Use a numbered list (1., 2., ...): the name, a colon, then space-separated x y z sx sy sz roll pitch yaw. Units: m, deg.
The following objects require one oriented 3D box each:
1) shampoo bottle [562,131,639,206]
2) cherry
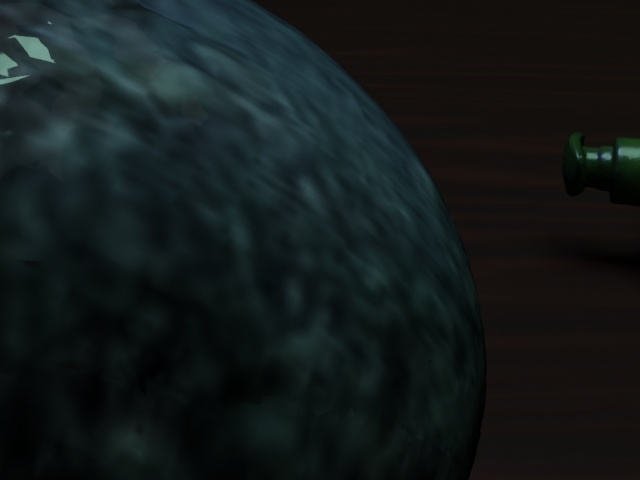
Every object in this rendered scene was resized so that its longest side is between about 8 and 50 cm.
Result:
1. shampoo bottle: 0.227 -0.023 0.838 0.234 0.087 0.118 5 19 4
2. cherry: -0.098 0.019 0.492 0.296 0.218 0.255 16 16 -8
